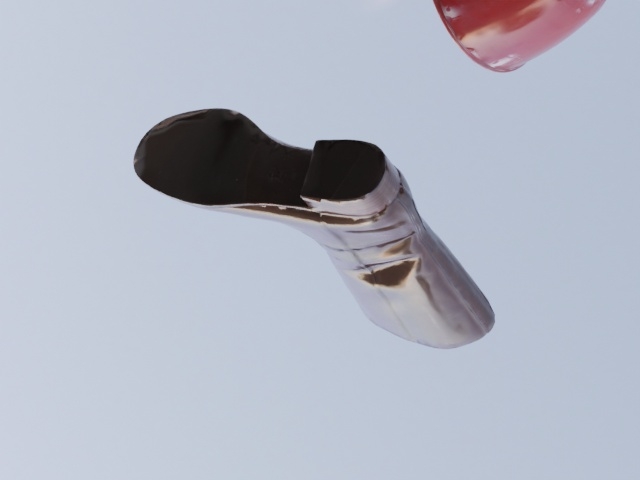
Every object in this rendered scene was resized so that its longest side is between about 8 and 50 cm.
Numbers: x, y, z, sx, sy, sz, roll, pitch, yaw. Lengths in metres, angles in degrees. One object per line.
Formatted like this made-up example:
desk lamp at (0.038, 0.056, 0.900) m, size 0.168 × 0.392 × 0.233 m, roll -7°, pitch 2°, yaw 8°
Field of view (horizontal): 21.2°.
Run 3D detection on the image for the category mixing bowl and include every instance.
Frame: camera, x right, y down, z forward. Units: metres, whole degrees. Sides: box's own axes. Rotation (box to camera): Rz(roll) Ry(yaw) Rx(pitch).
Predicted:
mixing bowl at (0.166, -0.226, 1.311) m, size 0.098 × 0.181 × 0.181 m, roll -9°, pitch -101°, yaw 38°

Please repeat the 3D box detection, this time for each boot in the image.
boot at (0.000, 0.000, 0.609) m, size 0.106 × 0.114 × 0.037 m, roll 13°, pitch -111°, yaw 32°
